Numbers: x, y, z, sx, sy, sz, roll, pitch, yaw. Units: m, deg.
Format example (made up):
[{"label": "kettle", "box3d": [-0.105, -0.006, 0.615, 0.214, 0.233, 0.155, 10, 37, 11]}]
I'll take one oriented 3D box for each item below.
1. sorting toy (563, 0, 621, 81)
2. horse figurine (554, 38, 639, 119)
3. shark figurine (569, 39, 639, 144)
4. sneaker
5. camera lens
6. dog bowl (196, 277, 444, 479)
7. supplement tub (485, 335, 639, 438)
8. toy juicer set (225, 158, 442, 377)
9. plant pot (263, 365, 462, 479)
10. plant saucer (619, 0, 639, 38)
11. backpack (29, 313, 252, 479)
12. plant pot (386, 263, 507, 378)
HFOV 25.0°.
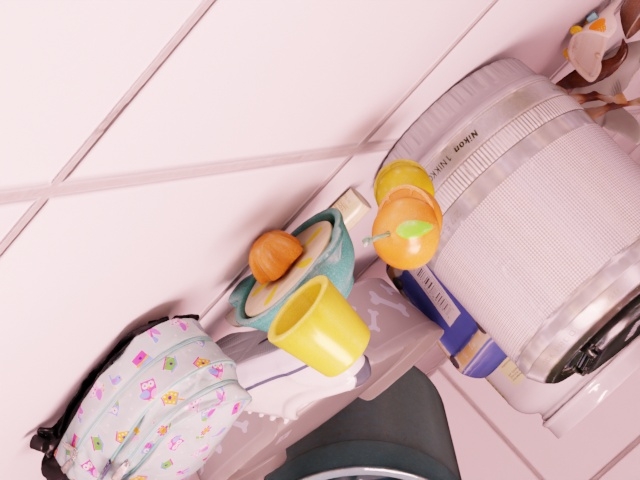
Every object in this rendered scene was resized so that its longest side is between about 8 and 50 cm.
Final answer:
[{"label": "sorting toy", "box3d": [0.307, -0.231, 1.587, 0.075, 0.045, 0.083, -50, 164, -26]}, {"label": "horse figurine", "box3d": [0.258, -0.126, 1.622, 0.174, 0.066, 0.263, 4, -138, 43]}, {"label": "shark figurine", "box3d": [0.330, -0.137, 1.796, 0.166, 0.278, 0.116, -17, 140, 27]}, {"label": "sneaker", "box3d": [-0.057, 0.140, 1.402, 0.258, 0.091, 0.094, -22, -158, 48]}, {"label": "camera lens", "box3d": [0.215, -0.015, 1.417, 0.219, 0.274, 0.219, -37, 163, -13]}, {"label": "dog bowl", "box3d": [-0.019, 0.174, 1.743, 0.349, 0.102, 0.349, -35, 168, -9]}, {"label": "supplement tub", "box3d": [0.309, 0.104, 2.118, 0.235, 0.325, 0.235, -41, 169, -9]}, {"label": "toy juicer set", "box3d": [0.000, 0.000, 1.288, 0.209, 0.089, 0.329, -50, -165, -7]}, {"label": "plant pot", "box3d": [0.061, 0.348, 2.029, 0.341, 0.341, 0.334, -48, -162, 24]}, {"label": "plant saucer", "box3d": [0.384, -0.296, 1.596, 0.168, 0.029, 0.168, -48, 172, -10]}, {"label": "backpack", "box3d": [-0.144, 0.148, 1.246, 0.152, 0.115, 0.182, -22, 154, -55]}, {"label": "plant pot", "box3d": [0.222, 0.023, 1.784, 0.212, 0.236, 0.236, -31, 167, -19]}]
